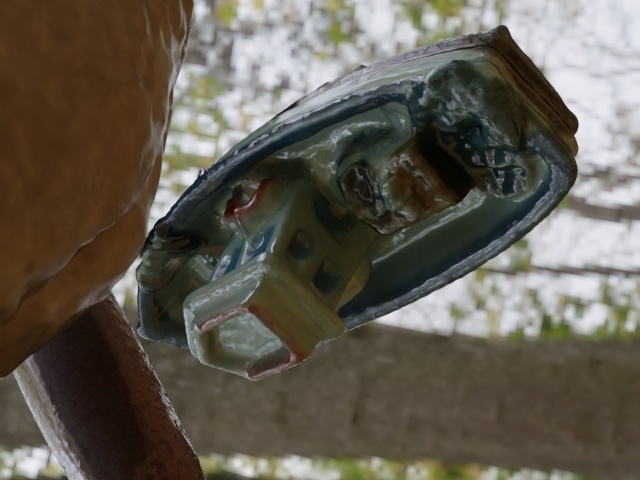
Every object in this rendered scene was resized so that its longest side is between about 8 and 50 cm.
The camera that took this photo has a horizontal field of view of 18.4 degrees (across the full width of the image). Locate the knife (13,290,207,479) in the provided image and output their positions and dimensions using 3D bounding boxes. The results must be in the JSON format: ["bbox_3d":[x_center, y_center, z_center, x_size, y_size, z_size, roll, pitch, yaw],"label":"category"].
[{"bbox_3d":[-0.106,0.028,0.728,0.123,0.278,0.053,-38,-56,1],"label":"knife"}]

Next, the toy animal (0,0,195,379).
[{"bbox_3d":[-0.178,-0.035,0.611,0.358,0.226,0.188,-39,-27,-43],"label":"toy animal"}]

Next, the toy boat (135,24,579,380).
[{"bbox_3d":[0.000,0.000,0.478,0.059,0.140,0.066,46,-135,-19],"label":"toy boat"}]
